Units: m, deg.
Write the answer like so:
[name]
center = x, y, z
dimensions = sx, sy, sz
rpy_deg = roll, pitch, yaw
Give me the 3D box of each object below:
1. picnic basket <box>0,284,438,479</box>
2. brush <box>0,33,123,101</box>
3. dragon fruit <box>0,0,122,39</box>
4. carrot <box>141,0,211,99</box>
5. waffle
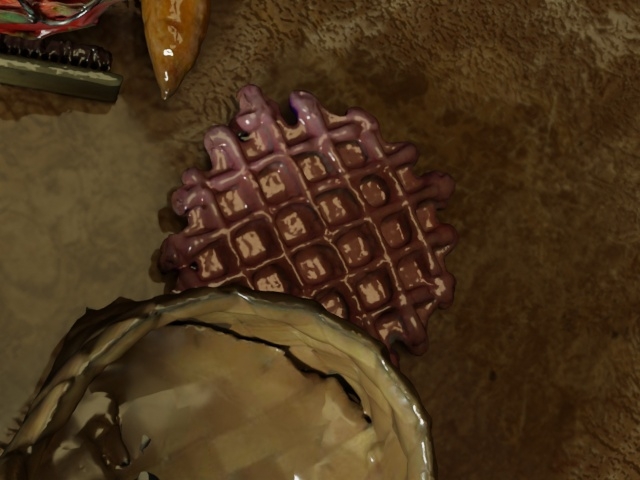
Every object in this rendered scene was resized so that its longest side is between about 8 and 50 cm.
[picnic basket]
center = -0.055, 0.190, 0.674
dimensions = 0.293, 0.337, 0.337
rpy_deg = 19, 74, -16
[brush]
center = -0.267, -0.139, 0.834
dimensions = 0.248, 0.043, 0.036
rpy_deg = 7, 70, -15
[dragon fruit]
center = -0.197, -0.231, 0.788
dimensions = 0.274, 0.192, 0.193
rpy_deg = 24, 99, 11
[carrot]
center = -0.107, -0.206, 0.881
dimensions = 0.072, 0.072, 0.205
rpy_deg = 7, 79, -16
[waffle]
center = 0.000, 0.000, 0.881
dimensions = 0.234, 0.055, 0.221
rpy_deg = 24, 75, -14
